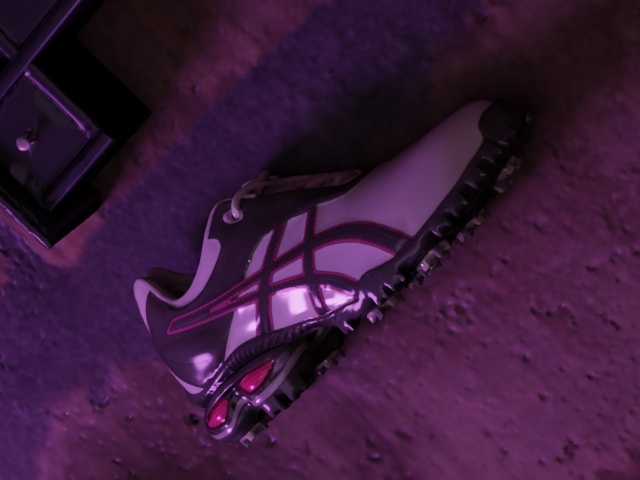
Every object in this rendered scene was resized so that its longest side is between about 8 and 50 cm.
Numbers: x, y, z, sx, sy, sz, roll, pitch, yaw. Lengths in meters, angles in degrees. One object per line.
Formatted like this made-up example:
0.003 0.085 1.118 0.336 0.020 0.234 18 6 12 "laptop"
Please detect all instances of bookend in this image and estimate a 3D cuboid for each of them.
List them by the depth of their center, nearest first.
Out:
-0.156 -0.108 1.058 0.157 0.072 0.156 45 116 -2 "bookend"

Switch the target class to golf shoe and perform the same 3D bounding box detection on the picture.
0.000 0.000 1.033 0.120 0.105 0.273 49 116 5 "golf shoe"
